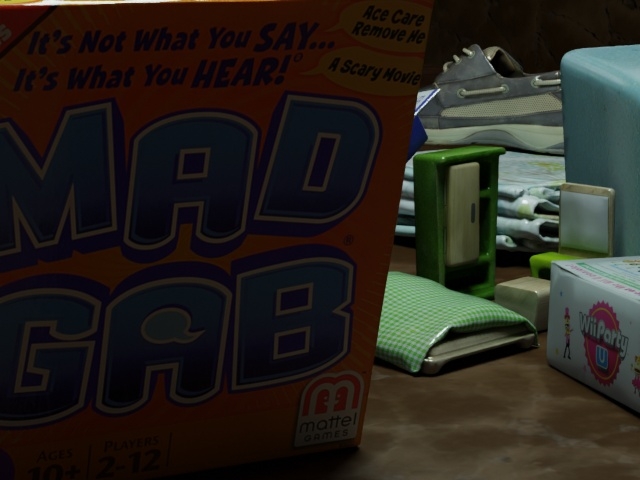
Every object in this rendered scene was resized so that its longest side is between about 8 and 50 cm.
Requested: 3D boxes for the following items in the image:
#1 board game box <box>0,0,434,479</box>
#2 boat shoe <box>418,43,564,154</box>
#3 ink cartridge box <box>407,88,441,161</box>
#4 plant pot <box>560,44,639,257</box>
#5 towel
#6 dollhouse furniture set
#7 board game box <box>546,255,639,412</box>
[{"bbox_3d":[-0.182,-0.064,1.350,0.356,0.356,0.356,-6,28,-29],"label":"board game box"},{"bbox_3d":[0.215,-0.187,2.384,0.355,0.130,0.132,5,9,18],"label":"boat shoe"},{"bbox_3d":[-0.012,-0.058,1.874,0.176,0.069,0.371,-48,16,-21],"label":"ink cartridge box"},{"bbox_3d":[0.389,-0.059,1.798,0.248,0.247,0.252,-6,12,-8],"label":"plant pot"},{"bbox_3d":[0.219,-0.049,2.220,0.320,0.090,0.374,-5,12,-40],"label":"towel"},{"bbox_3d":[0.122,0.009,1.718,0.197,0.151,0.301,11,15,43],"label":"dollhouse furniture set"},{"bbox_3d":[0.372,0.073,1.548,0.303,0.097,0.224,-1,10,-17],"label":"board game box"}]
